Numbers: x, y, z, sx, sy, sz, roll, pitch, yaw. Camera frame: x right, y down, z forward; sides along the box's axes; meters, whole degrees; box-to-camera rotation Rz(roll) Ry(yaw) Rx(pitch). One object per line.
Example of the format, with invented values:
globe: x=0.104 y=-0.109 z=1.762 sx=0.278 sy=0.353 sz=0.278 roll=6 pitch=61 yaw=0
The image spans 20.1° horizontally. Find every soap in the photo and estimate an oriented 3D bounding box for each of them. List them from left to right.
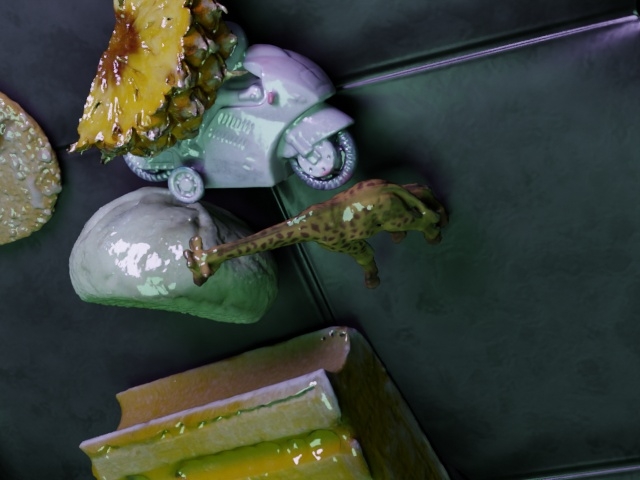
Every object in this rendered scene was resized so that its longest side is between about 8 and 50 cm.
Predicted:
soap: x=-0.053 y=0.269 z=1.969 sx=0.335 sy=0.156 sz=0.293 roll=-20 pitch=111 yaw=29

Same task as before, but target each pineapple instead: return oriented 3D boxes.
pineapple: x=-0.143 y=-0.167 z=1.692 sx=0.135 sy=0.079 sz=0.233 roll=21 pitch=101 yaw=28

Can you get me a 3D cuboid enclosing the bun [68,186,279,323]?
bun: x=-0.146 y=0.014 z=1.835 sx=0.204 sy=0.212 sz=0.126 roll=5 pitch=83 yaw=43

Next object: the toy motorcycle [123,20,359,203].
toy motorcycle: x=-0.085 y=-0.129 z=1.757 sx=0.260 sy=0.110 sz=0.170 roll=3 pitch=107 yaw=25

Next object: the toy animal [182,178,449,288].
toy animal: x=0.004 y=-0.006 z=1.740 sx=0.149 sy=0.276 sz=0.054 roll=-52 pitch=52 yaw=43

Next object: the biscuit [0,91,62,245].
biscuit: x=-0.376 y=-0.085 z=1.923 sx=0.220 sy=0.033 sz=0.219 roll=9 pitch=126 yaw=13
